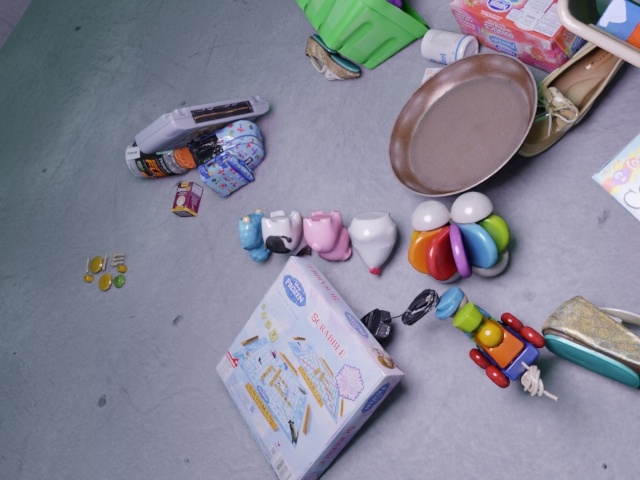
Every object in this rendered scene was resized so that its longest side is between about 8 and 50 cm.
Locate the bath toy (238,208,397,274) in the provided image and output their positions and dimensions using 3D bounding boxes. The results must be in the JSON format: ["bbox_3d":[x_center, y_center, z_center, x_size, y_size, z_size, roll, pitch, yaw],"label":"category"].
[{"bbox_3d":[0.000,0.000,1.230,0.348,0.151,0.129,3,109,29],"label":"bath toy"}]

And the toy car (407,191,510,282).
[{"bbox_3d":[0.242,0.012,1.039,0.181,0.159,0.136,-11,25,27],"label":"toy car"}]

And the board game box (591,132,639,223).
[{"bbox_3d":[0.527,-0.058,0.826,0.144,0.275,0.142,-48,52,22],"label":"board game box"}]

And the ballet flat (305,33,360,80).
[{"bbox_3d":[0.027,-0.437,1.448,0.206,0.073,0.067,53,128,38],"label":"ballet flat"}]

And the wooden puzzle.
[{"bbox_3d":[0.528,-0.274,0.858,0.348,0.322,0.081,40,124,13],"label":"wooden puzzle"}]

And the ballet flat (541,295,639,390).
[{"bbox_3d":[0.504,0.186,0.859,0.348,0.123,0.123,30,87,36],"label":"ballet flat"}]

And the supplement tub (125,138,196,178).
[{"bbox_3d":[-0.424,-0.232,1.589,0.190,0.117,0.117,-3,68,31],"label":"supplement tub"}]

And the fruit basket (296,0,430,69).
[{"bbox_3d":[0.108,-0.640,1.321,0.392,0.282,0.392,-8,78,41],"label":"fruit basket"}]

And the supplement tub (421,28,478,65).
[{"bbox_3d":[0.281,-0.418,1.272,0.107,0.071,0.071,28,85,37],"label":"supplement tub"}]

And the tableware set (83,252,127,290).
[{"bbox_3d":[-0.592,0.090,1.611,0.154,0.024,0.104,-8,69,27],"label":"tableware set"}]

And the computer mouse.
[{"bbox_3d":[0.138,0.150,1.080,0.242,0.041,0.071,-36,28,49],"label":"computer mouse"}]

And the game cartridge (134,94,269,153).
[{"bbox_3d":[-0.288,-0.281,1.426,0.198,0.297,0.062,-23,91,46],"label":"game cartridge"}]

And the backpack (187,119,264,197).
[{"bbox_3d":[-0.212,-0.207,1.435,0.173,0.158,0.117,-28,65,4],"label":"backpack"}]

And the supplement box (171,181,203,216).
[{"bbox_3d":[-0.349,-0.107,1.535,0.054,0.043,0.083,-4,67,31],"label":"supplement box"}]

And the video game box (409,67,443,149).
[{"bbox_3d":[0.283,-0.265,1.221,0.187,0.048,0.205,9,75,37],"label":"video game box"}]

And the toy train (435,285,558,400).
[{"bbox_3d":[0.269,0.153,0.914,0.143,0.248,0.105,40,94,-7],"label":"toy train"}]

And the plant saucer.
[{"bbox_3d":[0.270,-0.214,1.117,0.310,0.050,0.311,-25,50,34],"label":"plant saucer"}]

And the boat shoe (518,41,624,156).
[{"bbox_3d":[0.456,-0.279,1.075,0.104,0.089,0.285,40,92,6],"label":"boat shoe"}]

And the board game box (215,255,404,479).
[{"bbox_3d":[-0.040,0.253,1.131,0.318,0.065,0.319,-55,52,20],"label":"board game box"}]

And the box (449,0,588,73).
[{"bbox_3d":[0.407,-0.453,1.179,0.128,0.122,0.257,-51,54,2],"label":"box"}]
